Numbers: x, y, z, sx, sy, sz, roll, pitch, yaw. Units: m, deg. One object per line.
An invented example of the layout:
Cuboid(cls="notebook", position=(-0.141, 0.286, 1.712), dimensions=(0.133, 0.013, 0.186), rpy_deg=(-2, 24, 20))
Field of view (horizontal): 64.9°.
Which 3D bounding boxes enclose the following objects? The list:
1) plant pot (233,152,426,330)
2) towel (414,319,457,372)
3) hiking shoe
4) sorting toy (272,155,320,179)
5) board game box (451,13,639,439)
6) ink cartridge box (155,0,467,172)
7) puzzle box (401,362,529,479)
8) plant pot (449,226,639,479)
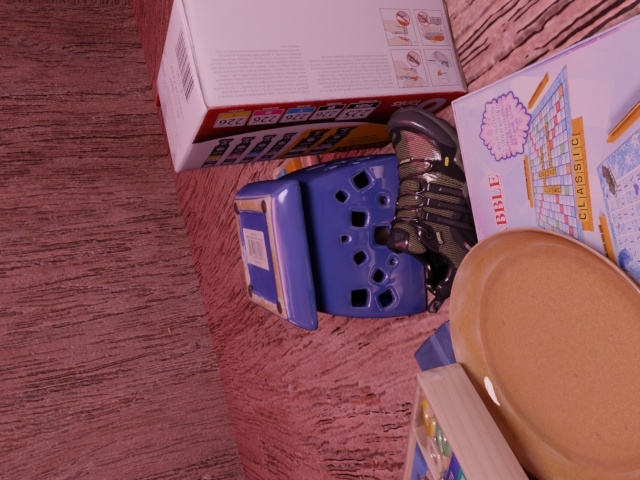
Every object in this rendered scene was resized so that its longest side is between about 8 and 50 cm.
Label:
Cuboid(cls="plant pot", position=(0.000, 0.000, 0.760), dimensions=(0.236, 0.212, 0.235), rpy_deg=(10, 110, 64))
Cuboid(cls="towel", position=(0.171, 0.151, 0.673), dimensions=(0.067, 0.029, 0.119), rpy_deg=(66, 152, 27))
Cuboid(cls="hiking shoe", position=(0.120, -0.036, 0.559), dimensions=(0.086, 0.114, 0.226), rpy_deg=(-16, 102, 62))
Cuboid(cls="sorting toy", position=(-0.047, -0.082, 1.033), dimensions=(0.208, 0.038, 0.192), rpy_deg=(-19, 83, 65))
Cuboid(cls="board game box", position=(0.254, -0.003, 0.386), dimensions=(0.318, 0.066, 0.318), rpy_deg=(-6, 95, 65))
Cuboid(cls="ink cartridge box", position=(-0.032, -0.180, 0.635), dimensions=(0.272, 0.310, 0.129), rpy_deg=(-22, 80, 65))
Cuboid(cls="puzzle box", position=(0.160, 0.367, 0.538), dimensions=(0.272, 0.052, 0.408), rpy_deg=(-114, 17, -50))
Cuboid(cls="plant pot", position=(0.200, 0.102, 0.431), dimensions=(0.236, 0.033, 0.236), rpy_deg=(40, 135, 55))
